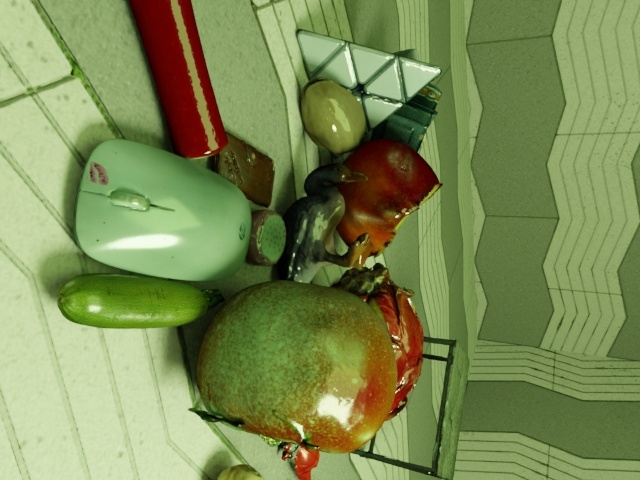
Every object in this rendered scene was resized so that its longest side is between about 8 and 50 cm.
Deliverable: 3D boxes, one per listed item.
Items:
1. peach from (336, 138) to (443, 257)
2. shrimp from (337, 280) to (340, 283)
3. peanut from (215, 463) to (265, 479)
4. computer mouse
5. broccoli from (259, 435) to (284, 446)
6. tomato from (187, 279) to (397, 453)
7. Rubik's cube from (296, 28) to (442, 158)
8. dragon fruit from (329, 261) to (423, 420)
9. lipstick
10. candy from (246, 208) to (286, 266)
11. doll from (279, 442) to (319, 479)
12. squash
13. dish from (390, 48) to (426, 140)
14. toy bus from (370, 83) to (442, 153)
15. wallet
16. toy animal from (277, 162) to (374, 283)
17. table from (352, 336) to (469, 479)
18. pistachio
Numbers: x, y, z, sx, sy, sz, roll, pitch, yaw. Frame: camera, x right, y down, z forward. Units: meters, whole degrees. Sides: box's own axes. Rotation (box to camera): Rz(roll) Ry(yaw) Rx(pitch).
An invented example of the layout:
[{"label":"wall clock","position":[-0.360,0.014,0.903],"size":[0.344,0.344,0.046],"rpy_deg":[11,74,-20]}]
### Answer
[{"label":"peach","position":[0.118,-0.102,1.120],"size":[0.258,0.201,0.361],"rpy_deg":[-47,176,10]},{"label":"shrimp","position":[0.094,0.210,1.316],"size":[0.289,0.075,0.178],"rpy_deg":[45,61,-59]},{"label":"peanut","position":[-0.110,0.480,0.869],"size":[0.125,0.111,0.275],"rpy_deg":[-63,147,-47]},{"label":"computer mouse","position":[-0.182,-0.028,0.673],"size":[0.288,0.096,0.160],"rpy_deg":[25,73,-64]},{"label":"broccoli","position":[-0.084,0.325,0.932],"size":[0.095,0.091,0.097],"rpy_deg":[68,15,-65]},{"label":"tomato","position":[-0.039,0.183,0.778],"size":[0.303,0.303,0.239],"rpy_deg":[46,54,-57]},{"label":"Rubik's cube","position":[0.084,-0.363,1.128],"size":[0.228,0.233,0.229],"rpy_deg":[56,-15,4]},{"label":"dragon fruit","position":[0.085,0.228,1.071],"size":[0.277,0.277,0.343],"rpy_deg":[-51,140,-50]},{"label":"lipstick","position":[-0.184,-0.228,0.659],"size":[0.080,0.080,0.241],"rpy_deg":[-49,136,-52]},{"label":"candy","position":[-0.101,-0.005,0.905],"size":[0.103,0.043,0.103],"rpy_deg":[-23,115,-60]},{"label":"doll","position":[-0.038,0.449,1.077],"size":[0.109,0.057,0.169],"rpy_deg":[-66,149,-33]},{"label":"squash","position":[-0.219,0.079,0.638],"size":[0.252,0.066,0.066],"rpy_deg":[19,76,-63]},{"label":"dish","position":[0.202,-0.389,1.399],"size":[0.080,0.182,0.244],"rpy_deg":[-15,108,-17]},{"label":"toy bus","position":[0.195,-0.258,1.284],"size":[0.275,0.138,0.167],"rpy_deg":[103,12,-53]},{"label":"wallet","position":[-0.126,-0.117,0.856],"size":[0.176,0.026,0.095],"rpy_deg":[21,72,-64]},{"label":"toy animal","position":[0.000,0.000,0.974],"size":[0.298,0.185,0.122],"rpy_deg":[-62,159,10]},{"label":"table","position":[0.239,0.448,1.409],"size":[0.222,0.272,0.335],"rpy_deg":[49,50,-54]},{"label":"pistachio","position":[0.024,-0.254,1.052],"size":[0.185,0.126,0.108],"rpy_deg":[42,16,-43]}]
